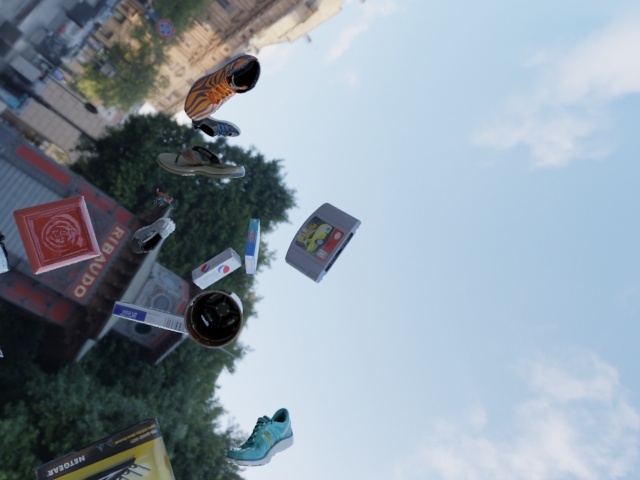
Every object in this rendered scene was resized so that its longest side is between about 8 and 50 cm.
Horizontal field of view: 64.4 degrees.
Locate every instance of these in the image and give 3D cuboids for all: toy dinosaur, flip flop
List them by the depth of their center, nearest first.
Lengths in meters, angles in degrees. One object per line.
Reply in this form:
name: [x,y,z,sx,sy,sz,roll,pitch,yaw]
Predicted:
flip flop: [-0.339,-0.228,1.445,0.277,0.080,0.112,12,-156,26]
toy dinosaur: [-0.549,-0.149,1.776,0.082,0.047,0.090,-16,-92,35]

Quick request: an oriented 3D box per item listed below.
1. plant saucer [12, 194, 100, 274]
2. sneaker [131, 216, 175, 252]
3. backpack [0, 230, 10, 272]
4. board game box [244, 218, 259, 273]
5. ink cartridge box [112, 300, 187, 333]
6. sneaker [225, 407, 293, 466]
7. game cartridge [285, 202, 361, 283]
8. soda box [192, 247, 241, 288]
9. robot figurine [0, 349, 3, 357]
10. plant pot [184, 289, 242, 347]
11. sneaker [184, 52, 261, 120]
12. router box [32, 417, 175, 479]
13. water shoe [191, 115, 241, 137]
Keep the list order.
plant saucer: [-1.021,-0.024,1.993,0.258,0.259,0.047,-21,-165,-35]
sneaker: [-0.639,0.007,1.858,0.228,0.086,0.132,-32,-156,29]
backpack: [-1.099,0.037,1.662,0.152,0.182,0.115,26,-141,30]
board game box: [-0.320,0.028,2.401,0.160,0.047,0.210,98,-3,-54]
ink cartridge box: [-0.736,0.342,2.271,0.330,0.324,0.071,148,-43,-75]
sneaker: [-0.170,0.551,1.427,0.107,0.275,0.110,1,-88,27]
game cartridge: [0.000,0.000,1.972,0.196,0.060,0.294,30,-100,31]
soda box: [-0.463,0.124,2.263,0.216,0.074,0.069,-31,-137,9]
robot figurine: [-0.841,0.230,1.118,0.085,0.211,0.291,-47,-113,42]
plant pot: [-0.307,0.220,1.530,0.167,0.167,0.165,-49,-177,2]
sneaker: [-0.339,-0.530,1.757,0.321,0.124,0.180,-43,-150,2]
router box: [-0.551,0.645,1.334,0.081,0.308,0.243,-27,-99,49]
water shoe: [-0.398,-0.419,1.936,0.073,0.203,0.080,-33,-128,45]
